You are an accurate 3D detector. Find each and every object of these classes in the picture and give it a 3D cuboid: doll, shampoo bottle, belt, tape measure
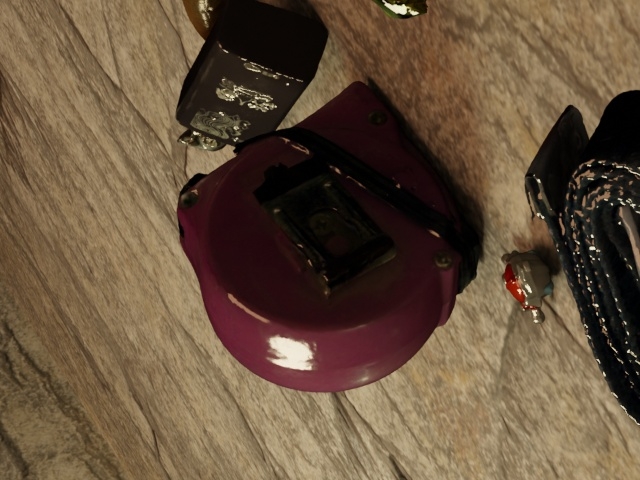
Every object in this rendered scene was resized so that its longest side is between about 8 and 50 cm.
[{"bbox_3d":[0.165,0.032,1.531,0.114,0.039,0.057,87,-175,-78],"label":"doll"},{"bbox_3d":[-0.077,-0.145,1.843,0.309,0.098,0.071,136,149,-72],"label":"shampoo bottle"},{"bbox_3d":[0.226,0.010,1.219,0.122,0.128,0.218,-7,118,31],"label":"belt"},{"bbox_3d":[0.000,0.000,1.637,0.245,0.231,0.149,49,158,26],"label":"tape measure"}]

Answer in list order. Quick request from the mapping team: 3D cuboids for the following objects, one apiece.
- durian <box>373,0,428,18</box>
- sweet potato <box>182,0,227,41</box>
[{"bbox_3d":[0.025,-0.248,1.403,0.137,0.095,0.221,38,-172,-26],"label":"durian"},{"bbox_3d":[-0.109,-0.270,1.792,0.075,0.075,0.273,44,155,44],"label":"sweet potato"}]
